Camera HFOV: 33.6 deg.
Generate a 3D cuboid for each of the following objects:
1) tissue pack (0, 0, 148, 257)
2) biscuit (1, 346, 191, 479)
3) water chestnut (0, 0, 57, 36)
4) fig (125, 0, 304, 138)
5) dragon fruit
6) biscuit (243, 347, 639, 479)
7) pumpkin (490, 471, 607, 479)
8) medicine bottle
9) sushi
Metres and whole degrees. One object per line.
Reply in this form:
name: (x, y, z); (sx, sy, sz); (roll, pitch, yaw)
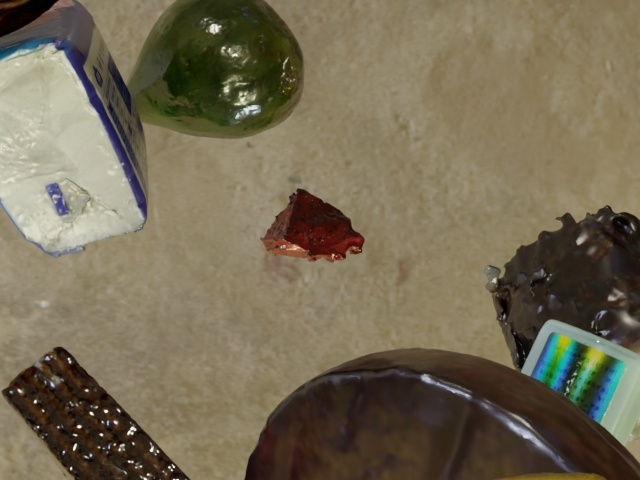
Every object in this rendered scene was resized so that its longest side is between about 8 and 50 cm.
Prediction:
tissue pack: (-0.269, -0.124, 1.085); (0.137, 0.270, 0.209); (-24, 116, 0)
biscuit: (-0.169, 0.201, 0.902); (0.070, 0.252, 0.106); (-39, 145, -19)
water chestnut: (-0.363, -0.260, 0.884); (0.350, 0.350, 0.302); (-4, 81, -32)
fig: (-0.140, -0.195, 1.287); (0.245, 0.195, 0.195); (-30, 106, 7)
dragon fruit: (0.001, 0.000, 1.394); (0.131, 0.063, 0.097); (29, 92, -24)
biscuit: (0.101, 0.271, 0.751); (0.091, 0.407, 0.407); (-17, 97, -46)
pumpkin: (0.064, 0.265, 0.435); (0.225, 0.256, 0.303); (61, 30, -20)
medicine bottle: (0.243, 0.206, 1.087); (0.083, 0.121, 0.229); (31, 84, -53)
sushi: (0.425, 0.137, 1.587); (0.281, 0.299, 0.294); (41, 25, -43)
